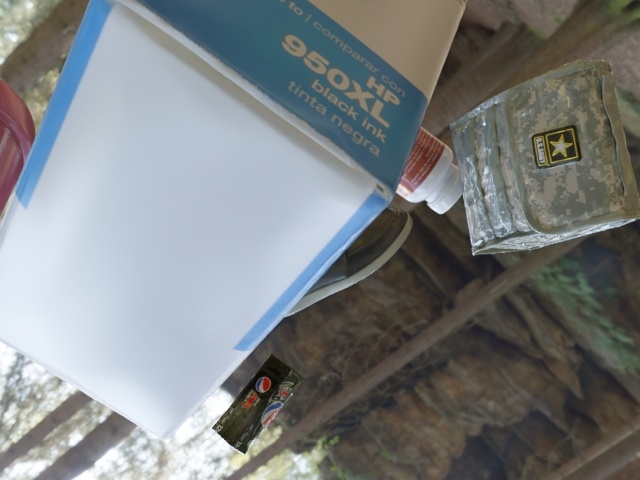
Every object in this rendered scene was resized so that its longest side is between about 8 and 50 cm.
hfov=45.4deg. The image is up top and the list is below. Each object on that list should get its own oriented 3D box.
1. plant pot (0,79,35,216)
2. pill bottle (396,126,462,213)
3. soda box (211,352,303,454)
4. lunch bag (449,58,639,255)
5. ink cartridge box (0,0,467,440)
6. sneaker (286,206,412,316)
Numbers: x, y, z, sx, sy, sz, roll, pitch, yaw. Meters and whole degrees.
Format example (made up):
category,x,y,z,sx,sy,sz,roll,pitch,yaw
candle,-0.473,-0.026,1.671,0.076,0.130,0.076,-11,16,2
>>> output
category,x,y,z,sx,sy,sz,roll,pitch,yaw
plant pot,-0.443,-0.078,0.892,0.201,0.201,0.180,36,-149,-42
pill bottle,0.154,-0.145,1.358,0.216,0.121,0.121,36,-163,-7
soda box,-0.109,0.286,1.340,0.060,0.169,0.053,31,166,36
lunch bag,0.342,-0.115,1.157,0.168,0.287,0.235,-5,-99,-25
ink cartridge box,-0.043,-0.101,0.561,0.166,0.285,0.395,34,-139,-8
sneaker,0.000,0.000,0.966,0.118,0.222,0.083,54,-168,-19
